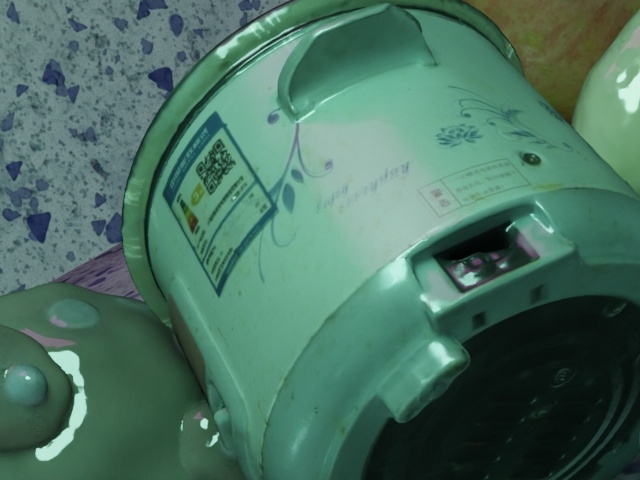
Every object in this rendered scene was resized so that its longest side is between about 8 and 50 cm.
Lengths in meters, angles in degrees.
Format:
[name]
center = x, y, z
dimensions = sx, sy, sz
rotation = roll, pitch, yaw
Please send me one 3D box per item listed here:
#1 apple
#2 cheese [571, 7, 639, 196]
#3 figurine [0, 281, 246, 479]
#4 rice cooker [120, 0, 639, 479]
[apple]
center = 0.313, -0.280, 1.551
dimensions = 0.364, 0.364, 0.364
rotation = -25, 9, 4
[cheese]
center = 0.321, -0.114, 0.960
dimensions = 0.351, 0.129, 0.328
rotation = -48, -21, -7
[figurine]
center = -0.188, 0.165, 0.869
dimensions = 0.380, 0.248, 0.203
rotation = -38, 35, 53
[rice cooker]
center = 0.040, 0.012, 0.704
dimensions = 0.264, 0.317, 0.316
rotation = -26, 9, -8
